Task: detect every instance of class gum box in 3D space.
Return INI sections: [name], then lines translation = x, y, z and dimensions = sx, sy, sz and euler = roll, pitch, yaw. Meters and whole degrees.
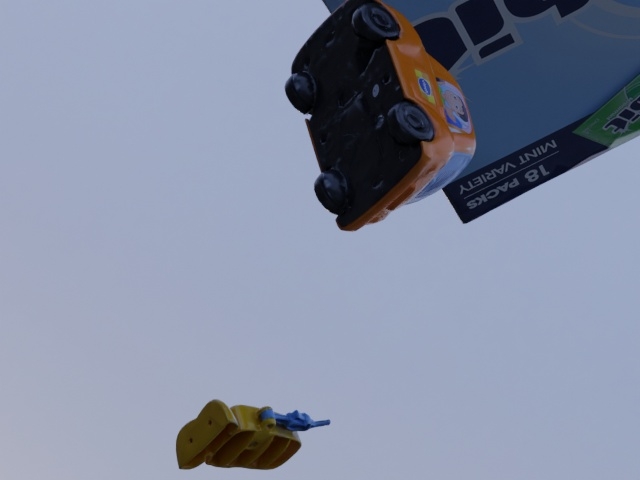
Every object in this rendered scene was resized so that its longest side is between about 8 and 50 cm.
[gum box]
translation = 0.078, -0.096, 0.580
dimensions = 0.184, 0.157, 0.041
euler = 52, 13, -53

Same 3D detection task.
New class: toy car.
[toy car]
translation = 0.000, 0.000, 0.493
dimensions = 0.040, 0.122, 0.060
euler = 13, 30, -38
